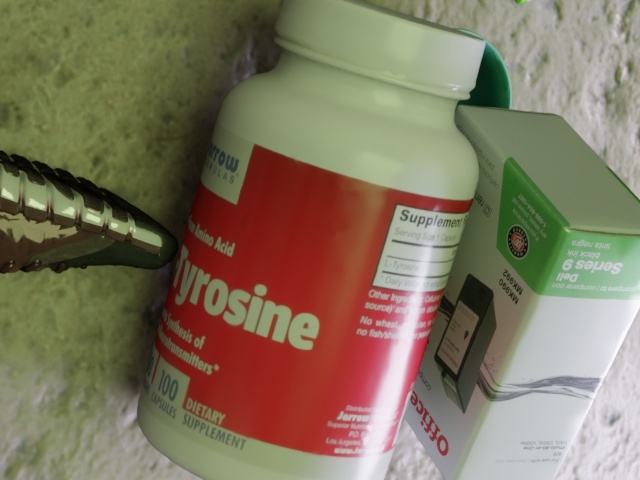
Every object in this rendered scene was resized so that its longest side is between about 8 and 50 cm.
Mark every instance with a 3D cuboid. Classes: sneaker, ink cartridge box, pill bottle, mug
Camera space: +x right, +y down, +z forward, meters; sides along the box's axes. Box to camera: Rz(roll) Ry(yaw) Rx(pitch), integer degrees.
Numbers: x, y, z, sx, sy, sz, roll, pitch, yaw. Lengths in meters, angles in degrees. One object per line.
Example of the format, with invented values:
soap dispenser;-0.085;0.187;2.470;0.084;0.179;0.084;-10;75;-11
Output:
sneaker;-0.271;0.012;1.283;0.281;0.106;0.162;21;97;-24
ink cartridge box;0.168;0.054;1.389;0.121;0.211;0.289;3;122;-28
pill bottle;0.000;0.000;1.304;0.229;0.229;0.408;11;102;-29
mug;0.106;-0.124;1.456;0.129;0.097;0.158;-16;104;-26

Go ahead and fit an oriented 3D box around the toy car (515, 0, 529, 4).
toy car;0.166;-0.330;1.487;0.239;0.053;0.225;-45;114;-16
